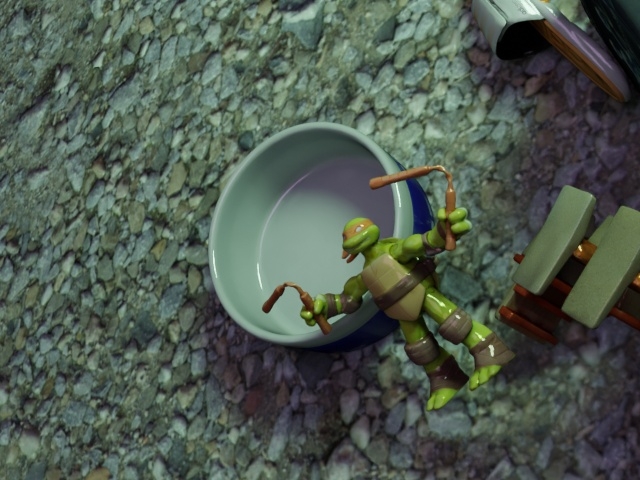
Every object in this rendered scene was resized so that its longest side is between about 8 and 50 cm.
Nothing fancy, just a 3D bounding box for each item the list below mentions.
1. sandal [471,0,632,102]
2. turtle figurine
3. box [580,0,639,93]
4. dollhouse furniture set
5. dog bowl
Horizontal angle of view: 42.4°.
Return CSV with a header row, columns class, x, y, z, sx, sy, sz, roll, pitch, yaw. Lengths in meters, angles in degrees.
class,x,y,z,sx,sy,sz,roll,pitch,yaw
sandal,0.229,-0.228,0.914,0.076,0.102,0.265,-42,60,11
turtle figurine,0.077,0.060,0.826,0.269,0.087,0.217,-38,87,32
box,0.378,-0.179,0.692,0.212,0.293,0.396,-32,61,20
dollhouse furniture set,0.275,0.070,0.726,0.135,0.262,0.259,-60,22,5
dog bowl,0.000,0.000,0.986,0.264,0.104,0.265,-10,71,29
